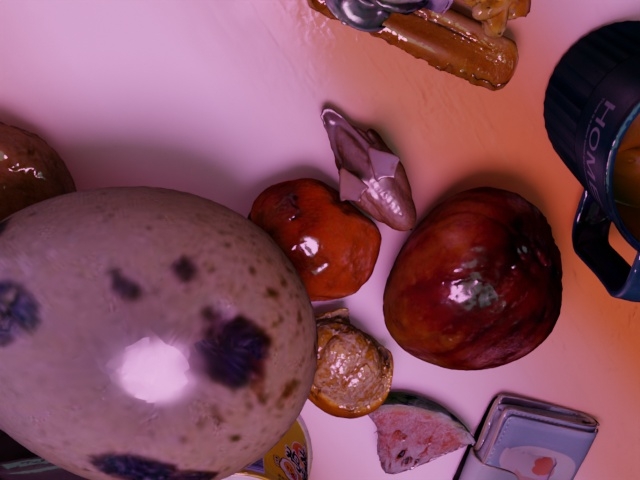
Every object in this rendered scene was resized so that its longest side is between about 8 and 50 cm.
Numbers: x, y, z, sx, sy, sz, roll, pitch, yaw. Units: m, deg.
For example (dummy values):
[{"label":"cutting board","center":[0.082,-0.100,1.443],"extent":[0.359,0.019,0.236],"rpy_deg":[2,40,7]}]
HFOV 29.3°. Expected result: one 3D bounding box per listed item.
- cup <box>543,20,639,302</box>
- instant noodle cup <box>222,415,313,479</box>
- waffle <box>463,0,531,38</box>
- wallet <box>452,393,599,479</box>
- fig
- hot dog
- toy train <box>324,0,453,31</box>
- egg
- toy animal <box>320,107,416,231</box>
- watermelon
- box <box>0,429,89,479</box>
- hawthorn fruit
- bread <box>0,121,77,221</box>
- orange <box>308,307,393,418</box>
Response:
[{"label":"cup","center":[0.428,-0.107,1.518],"extent":[0.242,0.292,0.308],"rpy_deg":[-17,114,0]},{"label":"instant noodle cup","center":[-0.125,0.355,1.686],"extent":[0.264,0.200,0.264],"rpy_deg":[-3,113,-8]},{"label":"waffle","center":[0.257,-0.370,1.441],"extent":[0.291,0.051,0.291],"rpy_deg":[-31,134,-38]},{"label":"wallet","center":[0.287,0.356,1.810],"extent":[0.176,0.075,0.250],"rpy_deg":[15,110,-19]},{"label":"fig","center":[0.200,0.059,1.604],"extent":[0.224,0.224,0.263],"rpy_deg":[35,104,-19]},{"label":"hot dog","center":[0.113,-0.270,1.534],"extent":[0.289,0.068,0.083],"rpy_deg":[23,85,-11]},{"label":"toy train","center":[0.025,-0.386,1.392],"extent":[0.307,0.173,0.249],"rpy_deg":[15,84,-13]},{"label":"egg","center":[-0.213,0.107,1.397],"extent":[0.428,0.345,0.345],"rpy_deg":[15,109,-15]},{"label":"toy animal","center":[0.066,-0.089,1.585],"extent":[0.089,0.179,0.188],"rpy_deg":[-35,75,8]},{"label":"watermelon","center":[0.122,0.275,1.760],"extent":[0.187,0.071,0.139],"rpy_deg":[24,114,-24]},{"label":"box","center":[-0.434,0.320,1.603],"extent":[0.345,0.251,0.204],"rpy_deg":[-9,113,-4]},{"label":"hawthorn fruit","center":[-0.010,-0.001,1.574],"extent":[0.179,0.173,0.173],"rpy_deg":[11,111,-5]},{"label":"bread","center":[-0.412,-0.046,1.527],"extent":[0.230,0.123,0.230],"rpy_deg":[-3,110,-8]},{"label":"orange","center":[0.027,0.165,1.660],"extent":[0.156,0.156,0.134],"rpy_deg":[46,61,-21]}]
